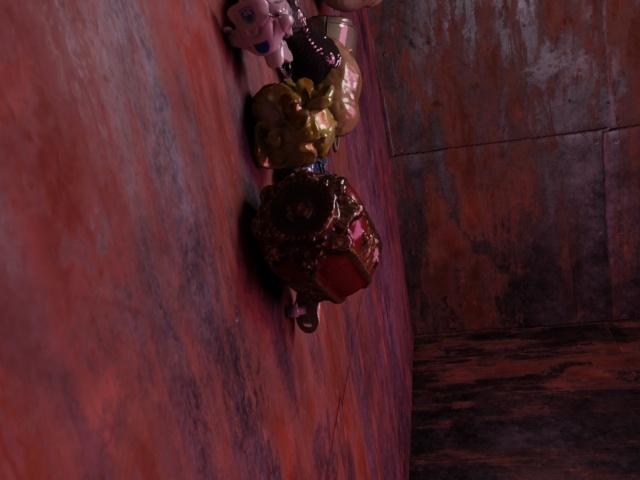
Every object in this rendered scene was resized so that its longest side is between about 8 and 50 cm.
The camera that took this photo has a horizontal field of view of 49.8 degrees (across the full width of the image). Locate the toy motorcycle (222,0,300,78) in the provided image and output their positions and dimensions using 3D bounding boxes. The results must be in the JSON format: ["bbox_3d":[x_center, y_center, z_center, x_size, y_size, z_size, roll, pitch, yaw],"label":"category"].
[{"bbox_3d":[-0.085,-0.352,0.996,0.150,0.102,0.221,13,66,-68],"label":"toy motorcycle"}]

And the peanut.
[{"bbox_3d":[0.024,-0.322,1.460,0.129,0.129,0.224,36,51,-75],"label":"peanut"}]

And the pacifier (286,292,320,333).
[{"bbox_3d":[-0.033,0.115,1.156,0.064,0.068,0.083,-1,93,-45],"label":"pacifier"}]

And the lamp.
[{"bbox_3d":[0.000,0.000,1.040,0.274,0.177,0.177,53,32,-70],"label":"lamp"}]

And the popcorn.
[{"bbox_3d":[-0.038,-0.181,1.062,0.136,0.162,0.141,15,25,-46],"label":"popcorn"}]

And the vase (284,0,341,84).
[{"bbox_3d":[-0.050,-0.367,1.192,0.237,0.116,0.115,39,46,-67],"label":"vase"}]

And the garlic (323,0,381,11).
[{"bbox_3d":[0.056,-0.682,1.726,0.281,0.185,0.203,1,55,-59],"label":"garlic"}]

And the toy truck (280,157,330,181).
[{"bbox_3d":[-0.046,-0.133,1.192,0.136,0.074,0.063,38,-28,42],"label":"toy truck"}]

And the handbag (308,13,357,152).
[{"bbox_3d":[0.020,-0.372,1.658,0.241,0.109,0.315,-40,136,-75],"label":"handbag"}]
